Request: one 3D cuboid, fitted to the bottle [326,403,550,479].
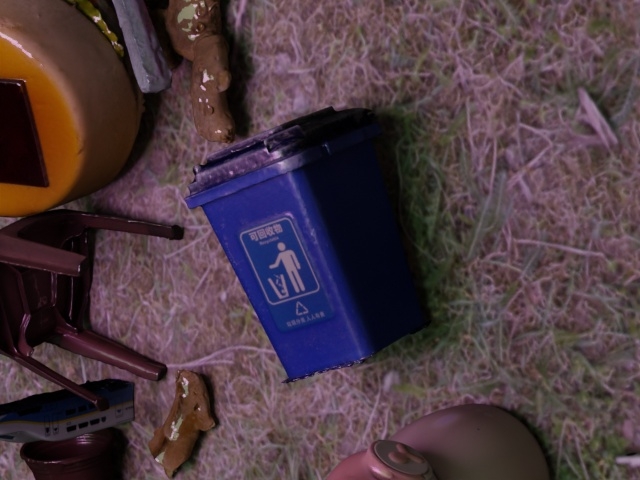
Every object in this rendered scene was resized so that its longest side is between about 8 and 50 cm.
[{"bbox_3d":[0.089,0.233,1.502,0.148,0.236,0.147,4,96,38],"label":"bottle"}]

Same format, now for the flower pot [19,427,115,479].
[{"bbox_3d":[-0.278,0.268,1.891,0.111,0.111,0.089,4,109,38],"label":"flower pot"}]

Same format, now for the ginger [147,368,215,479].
[{"bbox_3d":[-0.154,0.205,1.819,0.057,0.044,0.137,49,121,45],"label":"ginger"}]

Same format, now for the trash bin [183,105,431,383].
[{"bbox_3d":[0.000,0.000,1.607,0.162,0.184,0.234,-20,94,39],"label":"trash bin"}]

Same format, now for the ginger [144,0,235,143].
[{"bbox_3d":[-0.146,-0.220,1.760,0.149,0.065,0.258,-14,92,51],"label":"ginger"}]

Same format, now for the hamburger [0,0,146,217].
[{"bbox_3d":[-0.328,-0.171,1.806,0.300,0.176,0.300,12,124,18],"label":"hamburger"}]

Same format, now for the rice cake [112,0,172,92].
[{"bbox_3d":[-0.199,-0.251,1.743,0.033,0.033,0.207,-27,79,55],"label":"rice cake"}]

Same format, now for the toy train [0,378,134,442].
[{"bbox_3d":[-0.301,0.193,1.810,0.052,0.234,0.051,1,98,38],"label":"toy train"}]

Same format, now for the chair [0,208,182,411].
[{"bbox_3d":[-0.330,0.055,1.862,0.326,0.176,0.183,13,112,31],"label":"chair"}]
